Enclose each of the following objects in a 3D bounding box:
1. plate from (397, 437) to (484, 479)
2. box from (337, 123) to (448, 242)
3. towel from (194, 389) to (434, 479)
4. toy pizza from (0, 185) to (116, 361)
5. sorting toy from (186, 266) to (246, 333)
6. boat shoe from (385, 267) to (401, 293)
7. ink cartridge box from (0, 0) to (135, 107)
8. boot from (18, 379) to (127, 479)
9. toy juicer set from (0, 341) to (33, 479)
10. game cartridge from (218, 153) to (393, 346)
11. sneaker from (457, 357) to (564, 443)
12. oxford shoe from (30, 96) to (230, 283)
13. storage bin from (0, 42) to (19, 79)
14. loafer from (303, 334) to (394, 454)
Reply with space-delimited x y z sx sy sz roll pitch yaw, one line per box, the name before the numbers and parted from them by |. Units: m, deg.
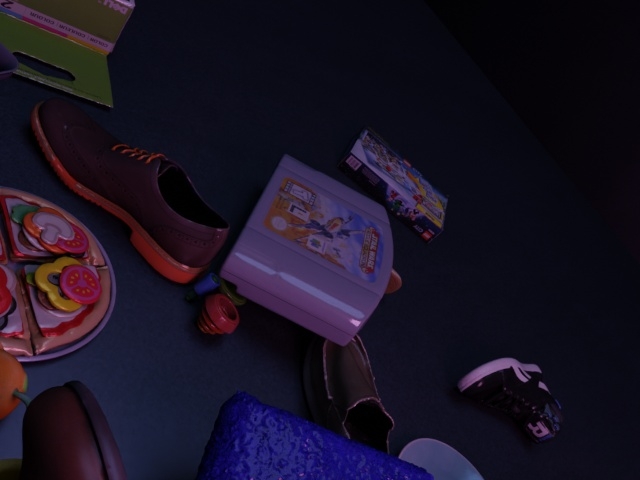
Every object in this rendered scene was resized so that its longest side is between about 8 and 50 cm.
plate | 0.150 0.325 0.716 0.188 0.024 0.188 30 35 -24
box | 0.150 -0.117 1.211 0.233 0.044 0.159 40 32 -8
towel | -0.009 0.290 0.447 0.227 0.076 0.308 30 51 -24
toy pizza | -0.283 0.019 0.565 0.201 0.032 0.201 29 35 -23
sorting toy | -0.121 0.070 0.695 0.061 0.042 0.102 51 16 -20
boat shoe | 0.052 0.022 0.919 0.170 0.063 0.059 30 40 -21
ink cartridge box | -0.353 -0.317 0.818 0.189 0.097 0.255 16 41 -38
boot | -0.241 0.203 0.287 0.280 0.096 0.264 8 77 -34
toy juicer set | -0.325 0.105 0.361 0.329 0.089 0.209 14 43 -39
game cartridge | 0.000 0.000 0.803 0.198 0.062 0.297 24 32 -5
sneaker | 0.304 0.249 0.927 0.217 0.079 0.121 11 43 -44
oxford shoe | -0.211 -0.078 0.698 0.271 0.098 0.097 43 31 -2
storage bin | -0.389 -0.160 0.596 0.098 0.091 0.135 45 31 0
loafer | 0.044 0.193 0.684 0.094 0.087 0.251 25 37 -30
